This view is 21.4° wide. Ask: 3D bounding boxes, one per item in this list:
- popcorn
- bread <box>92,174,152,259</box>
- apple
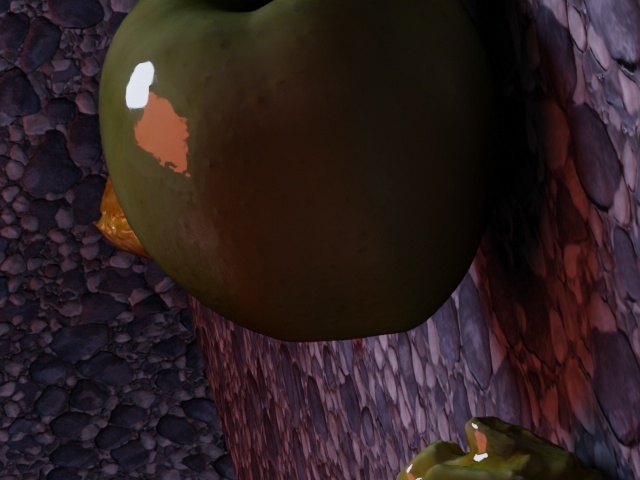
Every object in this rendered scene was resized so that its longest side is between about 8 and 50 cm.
[{"bbox_3d":[0.138,0.233,1.300,0.187,0.185,0.167,62,178,38],"label":"popcorn"},{"bbox_3d":[-0.166,-0.051,2.463,0.312,0.312,0.172,-143,58,-76],"label":"bread"},{"bbox_3d":[-0.015,-0.090,1.433,0.357,0.357,0.357,171,90,-80],"label":"apple"}]
